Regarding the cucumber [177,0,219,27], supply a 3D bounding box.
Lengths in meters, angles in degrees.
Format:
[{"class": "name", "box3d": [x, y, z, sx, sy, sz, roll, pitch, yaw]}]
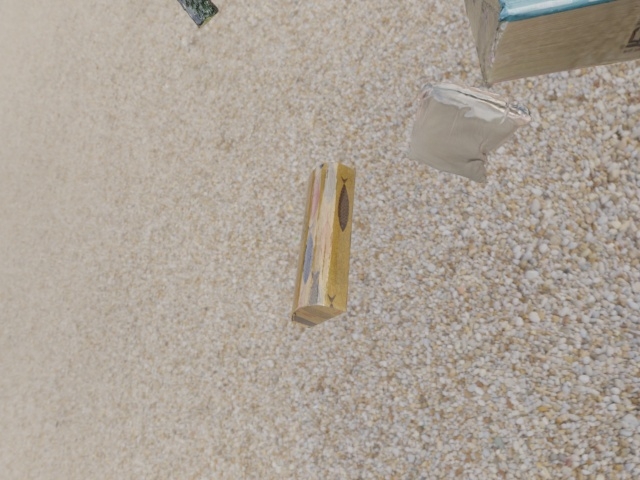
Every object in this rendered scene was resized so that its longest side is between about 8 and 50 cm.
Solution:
[{"class": "cucumber", "box3d": [-0.252, -0.466, 0.802, 0.058, 0.187, 0.058, -23, 38, 19]}]

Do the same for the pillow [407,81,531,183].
[{"class": "pillow", "box3d": [0.240, -0.177, 0.794, 0.173, 0.270, 0.067, 25, 79, 13]}]

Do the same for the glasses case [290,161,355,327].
[{"class": "glasses case", "box3d": [-0.001, 0.000, 0.482, 0.064, 0.041, 0.170, -34, 42, 48]}]

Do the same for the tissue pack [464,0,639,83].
[{"class": "tissue pack", "box3d": [0.213, -0.204, 0.374, 0.169, 0.082, 0.120, -7, 63, 10]}]
